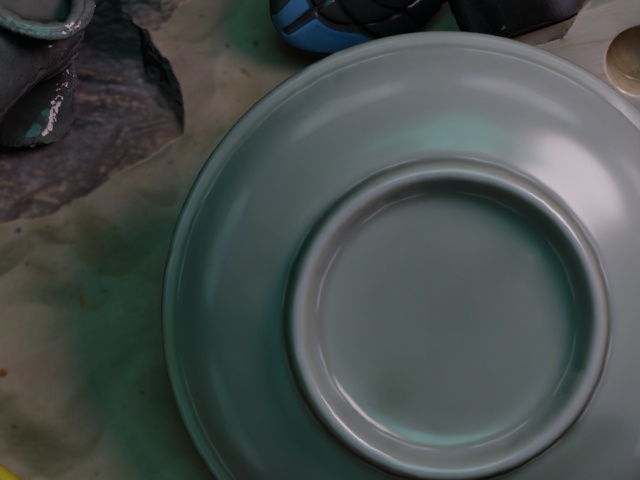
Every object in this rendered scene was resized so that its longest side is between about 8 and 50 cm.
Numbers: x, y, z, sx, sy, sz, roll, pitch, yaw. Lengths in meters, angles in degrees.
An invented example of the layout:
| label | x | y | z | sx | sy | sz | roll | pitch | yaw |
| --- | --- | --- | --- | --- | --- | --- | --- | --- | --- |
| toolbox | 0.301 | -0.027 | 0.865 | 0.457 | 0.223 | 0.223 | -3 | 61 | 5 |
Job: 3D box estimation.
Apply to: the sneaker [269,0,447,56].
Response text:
| label | x | y | z | sx | sy | sz | roll | pitch | yaw |
| --- | --- | --- | --- | --- | --- | --- | --- | --- | --- |
| sneaker | 0.071 | -0.286 | 1.442 | 0.341 | 0.125 | 0.139 | -43 | 45 | -18 |

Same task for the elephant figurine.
| label | x | y | z | sx | sy | sz | roll | pitch | yaw |
| --- | --- | --- | --- | --- | --- | --- | --- | --- | --- |
| elephant figurine | -0.246 | -0.159 | 1.330 | 0.239 | 0.169 | 0.186 | -21 | 94 | -30 |

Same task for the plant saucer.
| label | x | y | z | sx | sy | sz | roll | pitch | yaw |
| --- | --- | --- | --- | --- | --- | --- | --- | --- | --- |
| plant saucer | 0.084 | 0.053 | 1.163 | 0.400 | 0.100 | 0.401 | 0 | 92 | 2 |

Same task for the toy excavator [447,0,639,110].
| label | x | y | z | sx | sy | sz | roll | pitch | yaw |
| --- | --- | --- | --- | --- | --- | --- | --- | --- | --- |
| toy excavator | 0.331 | -0.256 | 1.356 | 0.432 | 0.222 | 0.445 | -18 | 27 | 20 |

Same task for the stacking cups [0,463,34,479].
| label | x | y | z | sx | sy | sz | roll | pitch | yaw |
| --- | --- | --- | --- | --- | --- | --- | --- | --- | --- |
| stacking cups | -0.152 | 0.253 | 1.147 | 0.316 | 0.096 | 0.096 | 34 | 66 | 14 |
